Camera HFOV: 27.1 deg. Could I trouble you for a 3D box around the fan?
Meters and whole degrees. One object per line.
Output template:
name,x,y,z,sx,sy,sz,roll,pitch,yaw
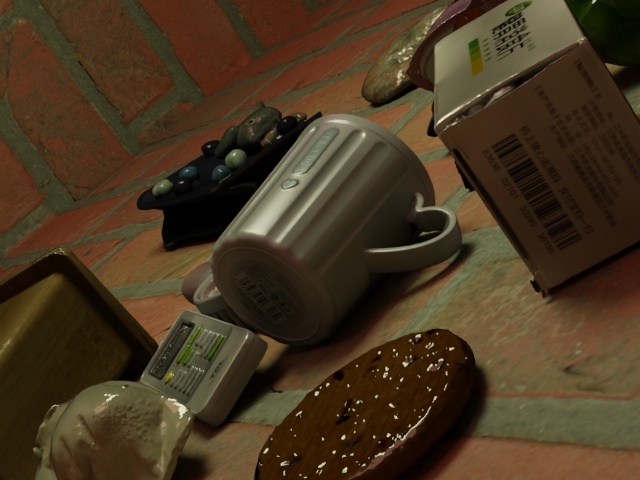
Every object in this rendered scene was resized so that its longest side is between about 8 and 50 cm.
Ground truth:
fan,-0.106,0.051,1.585,0.130,0.074,0.244,-41,15,-21

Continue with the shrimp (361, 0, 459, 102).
shrimp,0.193,-0.318,2.118,0.317,0.077,0.168,-34,24,22

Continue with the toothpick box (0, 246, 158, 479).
toothpick box,-0.354,0.185,1.529,0.187,0.190,0.308,-26,22,30

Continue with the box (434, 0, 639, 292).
box,0.201,-0.106,1.192,0.145,0.173,0.333,-32,15,15

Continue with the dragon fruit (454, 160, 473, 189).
dragon fruit,0.213,-0.140,1.437,0.192,0.092,0.122,-20,21,46

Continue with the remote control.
remote control,-0.127,0.131,1.408,0.103,0.034,0.250,-58,19,-8

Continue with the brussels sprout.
brussels sprout,0.331,-0.252,1.456,0.155,0.155,0.118,-64,-2,-62

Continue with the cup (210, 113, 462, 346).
cup,0.015,-0.014,1.343,0.221,0.167,0.202,-24,20,50

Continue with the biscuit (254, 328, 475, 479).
biscuit,0.035,0.145,1.042,0.212,0.036,0.212,-33,16,11

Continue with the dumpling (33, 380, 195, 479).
dumpling,-0.200,0.208,1.261,0.181,0.111,0.155,-22,49,62

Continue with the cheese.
cheese,0.182,-0.204,1.526,0.188,0.074,0.286,-14,-25,-13

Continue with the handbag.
handbag,-0.128,-0.115,2.099,0.269,0.118,0.325,-42,18,-27
